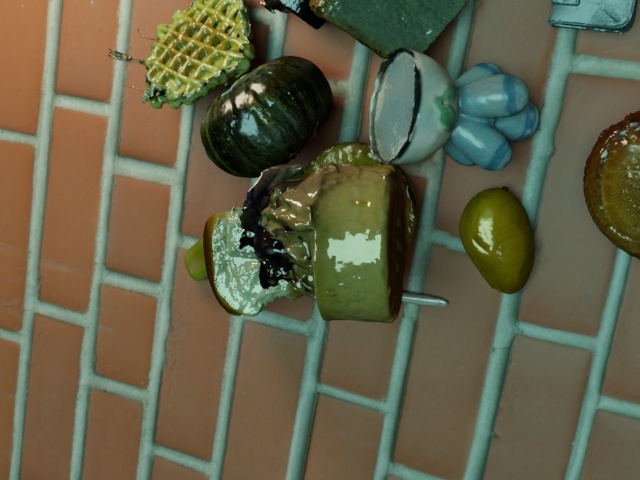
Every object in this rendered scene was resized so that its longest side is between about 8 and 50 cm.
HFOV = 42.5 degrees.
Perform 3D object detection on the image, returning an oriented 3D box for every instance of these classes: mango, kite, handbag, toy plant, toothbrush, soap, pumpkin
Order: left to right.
[{"bbox_3d":[-0.429,-0.441,2.048,0.244,0.006,0.198,25,106,17],"label":"kite"},{"bbox_3d":[-0.286,0.043,2.022,0.140,0.045,0.089,-35,75,44],"label":"soap"},{"bbox_3d":[-0.118,-0.270,1.785,0.320,0.320,0.192,-25,108,23],"label":"pumpkin"},{"bbox_3d":[0.141,0.121,1.889,0.307,0.029,0.025,7,111,19],"label":"toothbrush"},{"bbox_3d":[0.289,-0.252,1.662,0.332,0.247,0.247,5,102,-17],"label":"toy plant"},{"bbox_3d":[0.372,0.003,1.733,0.147,0.109,0.227,-12,93,-1],"label":"mango"},{"bbox_3d":[0.540,-0.530,1.612,0.179,0.062,0.229,13,102,20],"label":"handbag"}]

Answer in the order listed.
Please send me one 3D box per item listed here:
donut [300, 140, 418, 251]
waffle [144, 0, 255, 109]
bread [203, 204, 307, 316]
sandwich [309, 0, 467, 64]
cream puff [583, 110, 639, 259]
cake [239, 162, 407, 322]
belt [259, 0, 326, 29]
[{"bbox_3d":[0.090,-0.072,1.837,0.303,0.110,0.302,4,101,23],"label":"donut"},{"bbox_3d":[-0.278,-0.440,1.893,0.297,0.073,0.317,-19,53,21],"label":"waffle"},{"bbox_3d":[-0.147,0.042,1.867,0.225,0.279,0.250,-14,86,2],"label":"bread"},{"bbox_3d":[0.170,-0.533,1.657,0.262,0.131,0.325,28,111,-24],"label":"sandwich"},{"bbox_3d":[0.648,-0.106,1.552,0.303,0.212,0.303,9,111,23],"label":"cream puff"},{"bbox_3d":[0.002,0.003,1.634,0.321,0.332,0.332,2,98,13],"label":"cake"},{"bbox_3d":[-0.077,-0.577,1.790,0.289,0.184,0.164,44,109,12],"label":"belt"}]
